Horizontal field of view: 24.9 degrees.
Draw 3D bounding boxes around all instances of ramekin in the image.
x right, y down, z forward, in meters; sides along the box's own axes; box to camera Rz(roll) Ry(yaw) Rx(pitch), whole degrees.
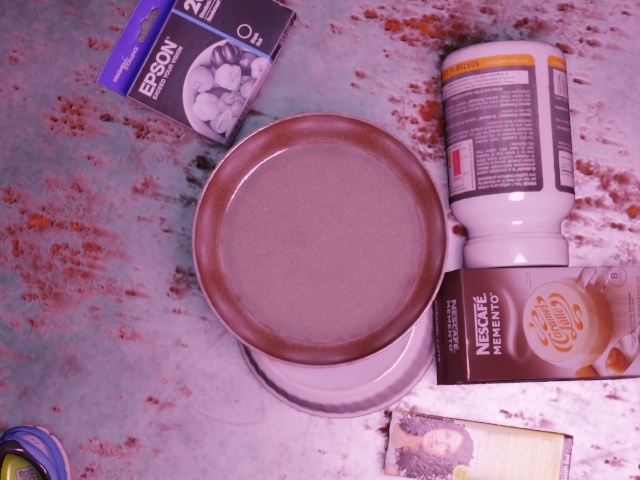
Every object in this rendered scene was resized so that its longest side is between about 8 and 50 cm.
[{"bbox_3d":[0.019,0.091,1.833,0.272,0.127,0.273,-1,83,5],"label":"ramekin"}]

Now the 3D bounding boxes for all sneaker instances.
[{"bbox_3d":[-0.352,0.396,1.815,0.129,0.147,0.330,-21,84,1],"label":"sneaker"}]

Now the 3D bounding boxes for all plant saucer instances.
[{"bbox_3d":[0.000,0.000,1.757,0.310,0.050,0.311,0,84,3],"label":"plant saucer"}]

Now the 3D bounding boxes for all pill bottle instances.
[{"bbox_3d":[0.237,-0.101,1.822,0.162,0.162,0.279,-3,83,3],"label":"pill bottle"}]

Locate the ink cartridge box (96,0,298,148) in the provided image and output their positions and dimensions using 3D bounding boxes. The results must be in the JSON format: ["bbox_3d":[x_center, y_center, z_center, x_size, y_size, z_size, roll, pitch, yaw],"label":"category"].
[{"bbox_3d":[-0.167,-0.258,1.926,0.208,0.045,0.206,26,86,8],"label":"ink cartridge box"}]

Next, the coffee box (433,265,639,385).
[{"bbox_3d":[0.271,0.106,1.791,0.246,0.098,0.141,-1,83,-18],"label":"coffee box"}]

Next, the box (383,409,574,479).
[{"bbox_3d":[0.200,0.271,1.837,0.232,0.058,0.087,7,85,4],"label":"box"}]
